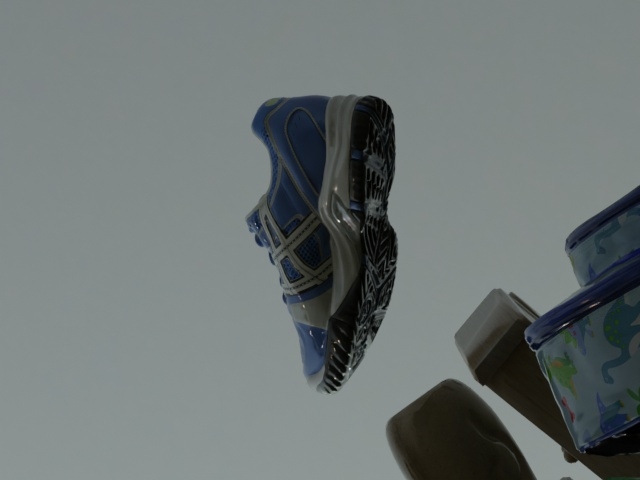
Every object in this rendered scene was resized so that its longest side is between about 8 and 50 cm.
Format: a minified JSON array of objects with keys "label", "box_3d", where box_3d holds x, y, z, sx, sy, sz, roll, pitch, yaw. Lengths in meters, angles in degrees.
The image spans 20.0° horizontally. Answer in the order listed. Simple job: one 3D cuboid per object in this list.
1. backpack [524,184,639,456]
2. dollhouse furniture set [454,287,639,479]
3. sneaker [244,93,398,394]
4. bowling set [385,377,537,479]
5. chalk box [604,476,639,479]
[{"label":"backpack","box_3d":[0.125,0.021,0.589,0.114,0.084,0.105,-14,-16,-36]},{"label":"dollhouse furniture set","box_3d":[0.064,0.220,1.105,0.174,0.303,0.355,39,-85,-5]},{"label":"sneaker","box_3d":[0.000,0.000,1.136,0.080,0.081,0.211,-49,-34,-56]},{"label":"bowling set","box_3d":[-0.022,0.187,0.621,0.287,0.154,0.200,-28,-10,-48]},{"label":"chalk box","box_3d":[0.105,0.245,0.828,0.179,0.180,0.289,34,-107,-13]}]
